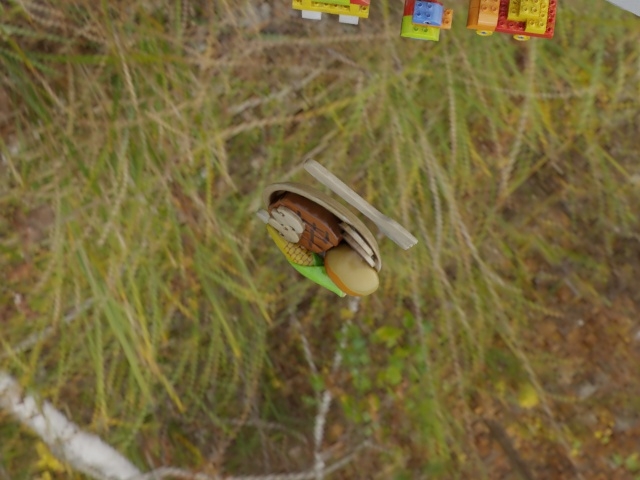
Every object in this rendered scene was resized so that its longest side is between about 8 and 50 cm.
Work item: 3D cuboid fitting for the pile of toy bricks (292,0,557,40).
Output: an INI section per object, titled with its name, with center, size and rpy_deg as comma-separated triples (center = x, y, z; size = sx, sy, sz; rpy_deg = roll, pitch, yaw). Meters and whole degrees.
[pile of toy bricks]
center = 0.088, -0.224, 1.058
size = 0.212, 0.118, 0.105
rpy_deg = 7, 170, 1

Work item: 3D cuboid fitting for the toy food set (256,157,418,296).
[toy food set]
center = 0.000, 0.000, 1.162
size = 0.132, 0.192, 0.038
rpy_deg = 37, 70, -4

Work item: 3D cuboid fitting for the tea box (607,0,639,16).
[tea box]
center = 0.208, -0.303, 0.680
size = 0.329, 0.220, 0.323
rpy_deg = 24, 78, -17
